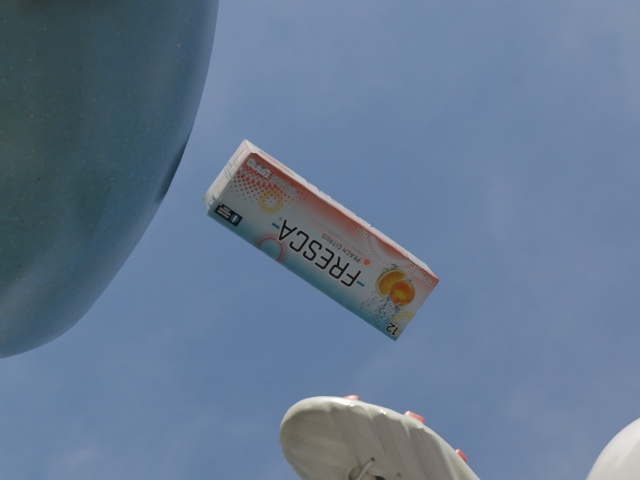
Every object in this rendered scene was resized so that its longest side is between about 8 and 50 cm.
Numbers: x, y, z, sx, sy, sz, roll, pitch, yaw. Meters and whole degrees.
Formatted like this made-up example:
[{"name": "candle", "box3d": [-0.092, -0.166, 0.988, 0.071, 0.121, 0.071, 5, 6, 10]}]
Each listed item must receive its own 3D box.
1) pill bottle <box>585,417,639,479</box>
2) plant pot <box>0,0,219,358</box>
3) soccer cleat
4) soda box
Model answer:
[{"name": "pill bottle", "box3d": [0.149, 0.141, 0.590, 0.124, 0.124, 0.221, 38, -41, 22]}, {"name": "plant pot", "box3d": [-0.194, -0.050, 0.766, 0.290, 0.290, 0.195, 10, -69, 26]}, {"name": "soccer cleat", "box3d": [0.060, 0.147, 0.766, 0.196, 0.076, 0.068, 34, -56, 5]}, {"name": "soda box", "box3d": [0.000, 0.000, 1.172, 0.183, 0.058, 0.063, 35, -84, -14]}]
